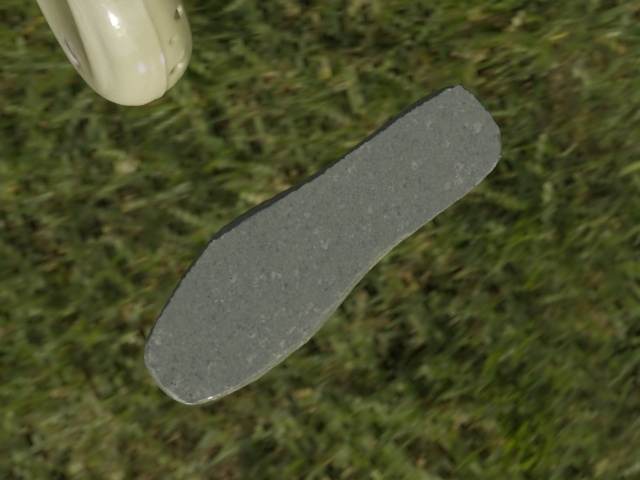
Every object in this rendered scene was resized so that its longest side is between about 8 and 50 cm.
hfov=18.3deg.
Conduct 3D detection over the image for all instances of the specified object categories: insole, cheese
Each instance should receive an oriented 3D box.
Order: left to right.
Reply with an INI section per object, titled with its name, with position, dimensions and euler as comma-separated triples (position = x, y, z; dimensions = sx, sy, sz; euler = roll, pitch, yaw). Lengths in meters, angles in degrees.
[cheese]
position = -0.133, -0.174, 1.108
dimensions = 0.064, 0.227, 0.137
euler = -32, 55, -15
[insole]
position = 0.000, 0.000, 0.878
dimensions = 0.192, 0.010, 0.063
euler = -39, 94, -9
